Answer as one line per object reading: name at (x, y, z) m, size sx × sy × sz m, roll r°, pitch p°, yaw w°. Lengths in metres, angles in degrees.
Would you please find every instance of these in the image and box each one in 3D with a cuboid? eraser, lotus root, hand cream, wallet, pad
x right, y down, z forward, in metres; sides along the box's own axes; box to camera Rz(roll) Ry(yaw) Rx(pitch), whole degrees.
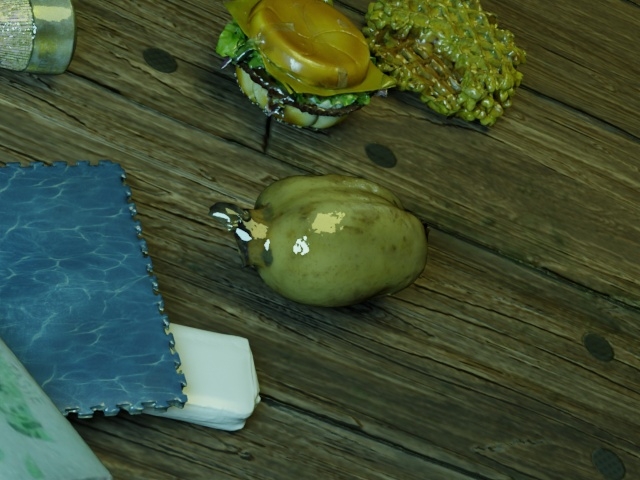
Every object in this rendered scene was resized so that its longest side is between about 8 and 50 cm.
eraser at (-0.265, 0.115, 1.139) m, size 0.227 × 0.081 × 0.174 m, roll 46°, pitch 24°, yaw 22°
lotus root at (0.000, 0.000, 1.480) m, size 0.221 × 0.118 × 0.125 m, roll -1°, pitch 18°, yaw -33°
hand cream at (-0.324, -0.192, 1.482) m, size 0.203 × 0.084 × 0.084 m, roll -3°, pitch 51°, yaw -31°
wallet at (-0.138, 0.102, 1.341) m, size 0.190 × 0.033 × 0.095 m, roll 16°, pitch 44°, yaw -22°
pad at (-0.257, 0.036, 1.306) m, size 0.269 × 0.012 × 0.269 m, roll -3°, pitch 51°, yaw -25°

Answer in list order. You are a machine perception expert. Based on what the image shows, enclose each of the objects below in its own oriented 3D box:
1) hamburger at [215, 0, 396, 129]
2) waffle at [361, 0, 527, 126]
hamburger at (-0.024, -0.180, 1.666) m, size 0.189 × 0.093 × 0.164 m, roll 4°, pitch 45°, yaw -34°
waffle at (0.139, -0.213, 1.835) m, size 0.193 × 0.070 × 0.197 m, roll 26°, pitch 39°, yaw -11°
